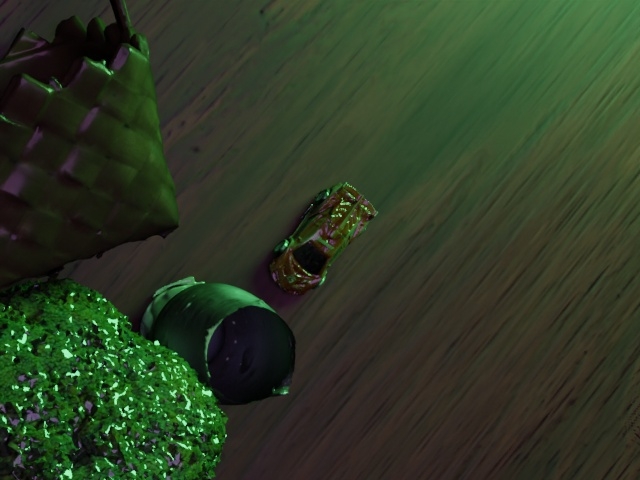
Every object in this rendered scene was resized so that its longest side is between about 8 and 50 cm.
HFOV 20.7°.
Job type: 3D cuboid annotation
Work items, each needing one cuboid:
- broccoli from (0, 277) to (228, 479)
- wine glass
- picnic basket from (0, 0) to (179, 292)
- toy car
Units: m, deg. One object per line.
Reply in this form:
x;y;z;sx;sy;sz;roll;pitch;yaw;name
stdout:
-0.266;0.202;1.485;0.321;0.310;0.413;8;43;-40;broccoli
-0.097;0.095;1.632;0.111;0.204;0.111;-2;94;-23;wine glass
-0.278;-0.137;1.522;0.254;0.291;0.321;-22;109;-17;picnic basket
0.000;0.000;1.751;0.059;0.035;0.122;43;76;-18;toy car
